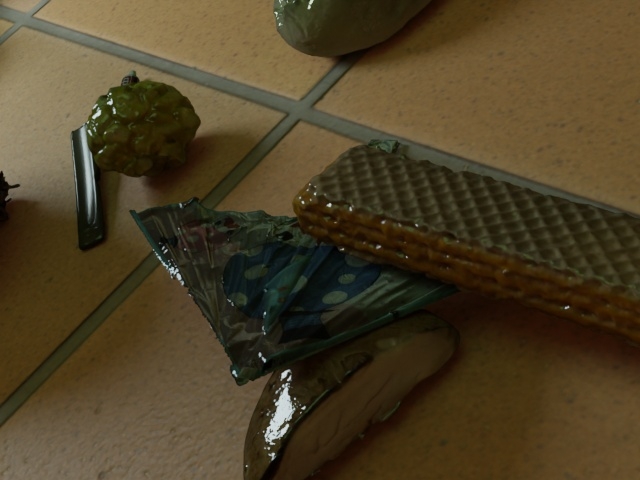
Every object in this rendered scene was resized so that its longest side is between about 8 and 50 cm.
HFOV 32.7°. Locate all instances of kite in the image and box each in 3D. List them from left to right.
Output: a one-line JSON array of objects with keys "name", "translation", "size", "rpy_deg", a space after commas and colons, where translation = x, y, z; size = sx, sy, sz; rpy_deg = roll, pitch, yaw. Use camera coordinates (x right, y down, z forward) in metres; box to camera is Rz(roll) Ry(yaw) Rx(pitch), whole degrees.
[{"name": "kite", "translation": [0.000, -0.001, 0.913], "size": [0.406, 0.014, 0.368], "rpy_deg": [4, 34, 20]}]

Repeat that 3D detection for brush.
[{"name": "brush", "translation": [-0.257, -0.059, 1.221], "size": [0.034, 0.027, 0.190], "rpy_deg": [-27, 47, 12]}]

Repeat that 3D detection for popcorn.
[{"name": "popcorn", "translation": [-0.193, -0.114, 1.179], "size": [0.121, 0.116, 0.106], "rpy_deg": [-56, 1, -30]}]

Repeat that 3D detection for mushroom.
[{"name": "mushroom", "translation": [0.006, 0.115, 0.829], "size": [0.210, 0.072, 0.094], "rpy_deg": [-40, 32, -9]}]

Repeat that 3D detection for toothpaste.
[{"name": "toothpaste", "translation": [-0.234, -0.158, 1.309], "size": [0.037, 0.021, 0.140], "rpy_deg": [-20, 43, 22]}]

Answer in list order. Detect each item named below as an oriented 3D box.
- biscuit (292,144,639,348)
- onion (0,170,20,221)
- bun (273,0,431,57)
[{"name": "biscuit", "translation": [0.146, 0.005, 0.808], "size": [0.378, 0.054, 0.094], "rpy_deg": [19, 41, 36]}, {"name": "onion", "translation": [-0.488, -0.063, 1.222], "size": [0.347, 0.285, 0.347], "rpy_deg": [-16, 70, 53]}, {"name": "bun", "translation": [0.035, -0.310, 1.213], "size": [0.210, 0.116, 0.237], "rpy_deg": [20, 61, 45]}]
